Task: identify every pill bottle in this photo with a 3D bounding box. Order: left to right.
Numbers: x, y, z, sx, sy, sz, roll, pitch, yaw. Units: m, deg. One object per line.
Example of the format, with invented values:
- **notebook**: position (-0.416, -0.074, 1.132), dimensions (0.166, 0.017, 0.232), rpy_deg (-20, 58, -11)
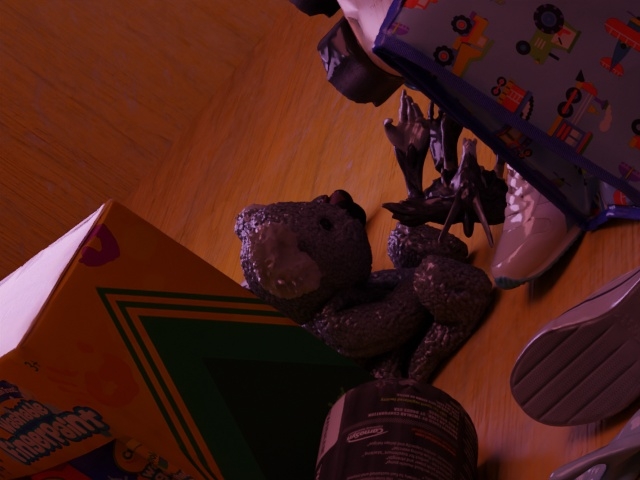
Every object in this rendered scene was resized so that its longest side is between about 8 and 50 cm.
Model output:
- **pill bottle**: position (0.051, 0.225, 1.470), dimensions (0.130, 0.130, 0.246), rpy_deg (-47, 16, 29)

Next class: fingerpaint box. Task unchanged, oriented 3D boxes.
- **fingerpaint box**: position (-0.152, 0.174, 1.772), dimensions (0.163, 0.371, 0.445), rpy_deg (-61, 16, -24)

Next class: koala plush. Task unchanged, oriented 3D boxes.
- **koala plush**: position (0.013, 0.044, 1.830), dimensions (0.203, 0.221, 0.196), rpy_deg (-53, 14, 7)

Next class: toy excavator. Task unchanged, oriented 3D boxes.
- **toy excavator**: position (0.156, -0.365, 2.378), dimensions (0.222, 0.445, 0.433), rpy_deg (-45, 58, 32)

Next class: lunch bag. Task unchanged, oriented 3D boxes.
- **lunch bag**: position (0.194, -0.182, 1.604), dimensions (0.221, 0.293, 0.138), rpy_deg (-58, 14, -14)

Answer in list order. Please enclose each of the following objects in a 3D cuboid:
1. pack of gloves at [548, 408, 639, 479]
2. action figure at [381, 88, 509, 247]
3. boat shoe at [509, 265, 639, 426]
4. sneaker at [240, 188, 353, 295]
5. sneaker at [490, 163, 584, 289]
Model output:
- **pack of gloves**: position (0.216, 0.149, 1.278), dimensions (0.232, 0.046, 0.195), rpy_deg (-50, 14, 20)
- **action figure**: position (0.142, -0.088, 1.850), dimensions (0.276, 0.164, 0.141), rpy_deg (-74, -22, -69)
- **boat shoe**: position (0.231, 0.066, 1.396), dimensions (0.076, 0.083, 0.226), rpy_deg (-32, -4, -44)
- **sneaker**: position (0.000, 0.000, 2.232), dimensions (0.162, 0.106, 0.281), rpy_deg (-56, 13, -19)
- **sneaker**: position (0.200, -0.060, 1.720), dimensions (0.229, 0.092, 0.087), rpy_deg (-62, 17, -21)
